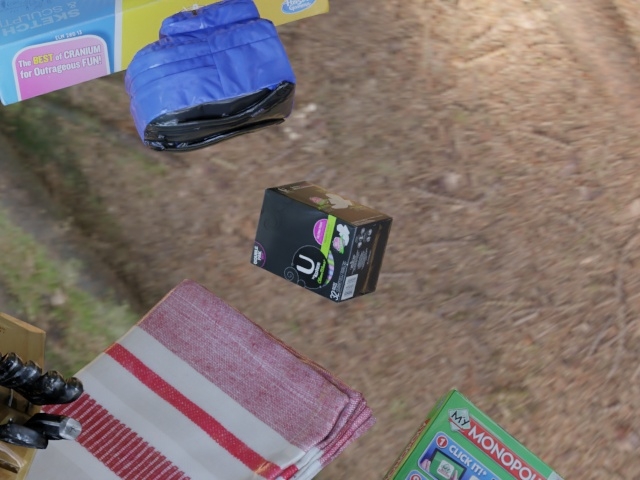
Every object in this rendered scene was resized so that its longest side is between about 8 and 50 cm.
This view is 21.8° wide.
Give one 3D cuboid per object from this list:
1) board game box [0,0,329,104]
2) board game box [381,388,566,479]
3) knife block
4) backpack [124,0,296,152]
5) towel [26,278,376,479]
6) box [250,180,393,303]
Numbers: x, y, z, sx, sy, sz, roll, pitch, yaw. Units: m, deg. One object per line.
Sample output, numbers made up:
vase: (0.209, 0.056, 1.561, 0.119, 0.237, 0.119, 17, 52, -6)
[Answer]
board game box: (-0.178, -0.260, 1.588, 0.316, 0.242, 0.064, -18, 132, -9)
board game box: (0.190, 0.327, 1.627, 0.317, 0.046, 0.213, 40, 64, -3)
knife block: (-0.249, 0.160, 1.062, 0.088, 0.242, 0.276, 26, 120, -22)
backpack: (-0.090, -0.122, 1.263, 0.120, 0.098, 0.101, -20, 72, -9)
towel: (-0.151, 0.173, 1.224, 0.237, 0.329, 0.037, 30, 151, 43)
box: (0.000, 0.000, 1.212, 0.083, 0.052, 0.062, 24, 111, 30)
